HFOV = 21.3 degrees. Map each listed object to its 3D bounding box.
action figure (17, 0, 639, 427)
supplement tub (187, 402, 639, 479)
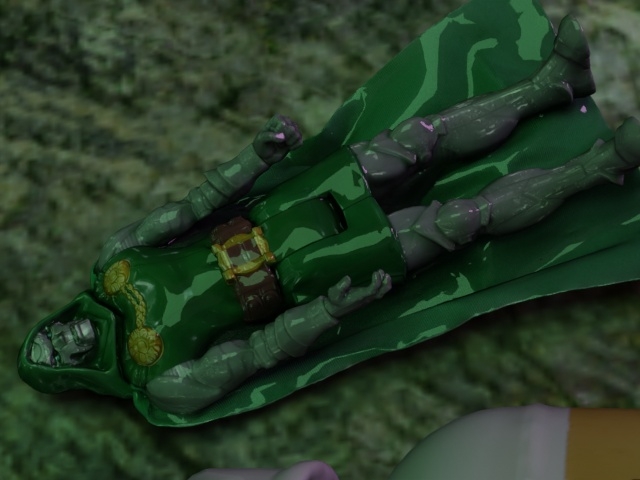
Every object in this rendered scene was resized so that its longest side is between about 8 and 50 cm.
[{"bbox_3d":[0.000,0.000,0.603,0.232,0.063,0.137,-26,62,-3],"label":"action figure"},{"bbox_3d":[0.121,0.154,0.389,0.316,0.228,0.228,0,59,9],"label":"supplement tub"}]
